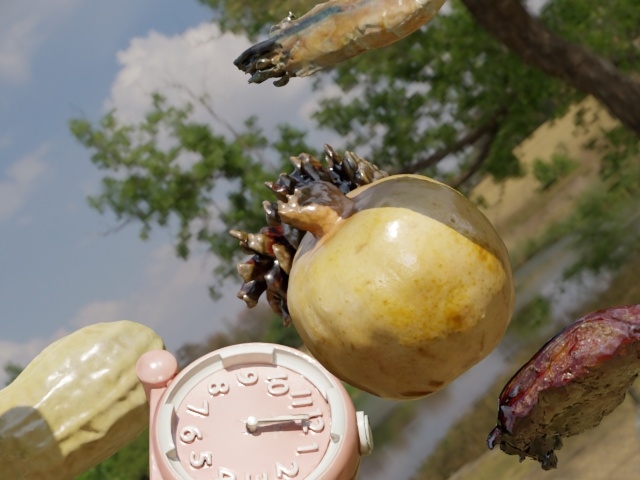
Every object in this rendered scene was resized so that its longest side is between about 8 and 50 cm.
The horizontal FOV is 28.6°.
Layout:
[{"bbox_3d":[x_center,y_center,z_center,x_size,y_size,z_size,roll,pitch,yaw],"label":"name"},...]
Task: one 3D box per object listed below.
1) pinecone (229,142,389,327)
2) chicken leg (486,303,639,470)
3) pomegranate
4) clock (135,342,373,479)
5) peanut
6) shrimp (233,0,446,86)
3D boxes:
[{"bbox_3d":[0.004,-0.001,1.377,0.204,0.179,0.184,-42,-25,14],"label":"pinecone"},{"bbox_3d":[0.226,0.089,0.918,0.253,0.106,0.051,-32,41,21],"label":"chicken leg"},{"bbox_3d":[0.072,0.039,1.105,0.207,0.207,0.207,-40,-4,-4],"label":"pomegranate"},{"bbox_3d":[-0.065,0.223,1.321,0.241,0.227,0.142,-8,-41,0],"label":"clock"},{"bbox_3d":[-0.338,0.224,1.565,0.340,0.174,0.158,-36,-47,-20],"label":"peanut"},{"bbox_3d":[0.017,-0.205,0.994,0.219,0.152,0.046,-25,-35,29],"label":"shrimp"}]
